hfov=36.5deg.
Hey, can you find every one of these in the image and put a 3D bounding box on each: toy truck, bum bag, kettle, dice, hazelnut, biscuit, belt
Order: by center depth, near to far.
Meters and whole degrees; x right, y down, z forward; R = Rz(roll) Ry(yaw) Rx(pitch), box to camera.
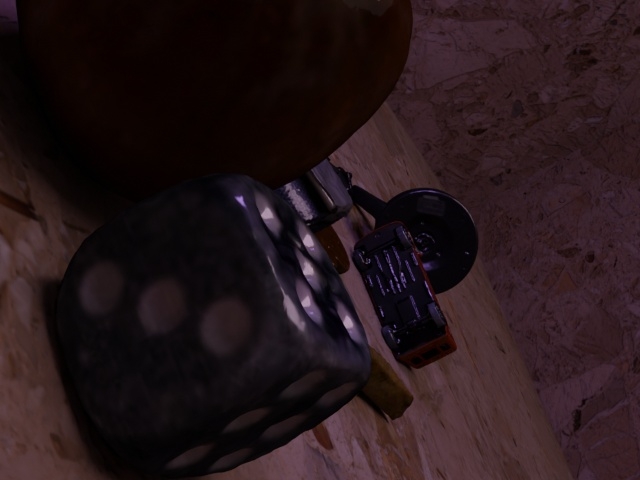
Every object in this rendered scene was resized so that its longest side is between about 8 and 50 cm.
[{"bbox_3d":[-0.080,0.069,0.756,0.181,0.182,0.183,32,29,-61],"label":"dice"},{"bbox_3d":[-0.105,-0.199,0.899,0.366,0.366,0.366,55,14,-21],"label":"hazelnut"},{"bbox_3d":[-0.045,-0.063,1.267,0.126,0.140,0.230,62,15,4],"label":"belt"},{"bbox_3d":[0.000,0.000,1.550,0.124,0.026,0.175,60,13,8],"label":"biscuit"},{"bbox_3d":[0.150,0.096,1.727,0.114,0.107,0.252,44,22,-53],"label":"toy truck"},{"bbox_3d":[0.015,-0.138,1.856,0.087,0.049,0.198,61,13,26],"label":"bum bag"},{"bbox_3d":[0.179,-0.006,1.965,0.271,0.251,0.207,-69,161,-85],"label":"kettle"}]

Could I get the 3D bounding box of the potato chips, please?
[{"bbox_3d":[0.025,0.149,1.250,0.407,0.057,0.080,39,21,-57],"label":"potato chips"}]
